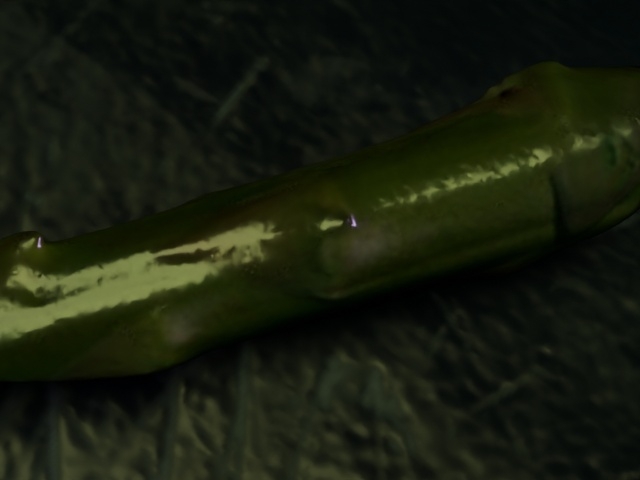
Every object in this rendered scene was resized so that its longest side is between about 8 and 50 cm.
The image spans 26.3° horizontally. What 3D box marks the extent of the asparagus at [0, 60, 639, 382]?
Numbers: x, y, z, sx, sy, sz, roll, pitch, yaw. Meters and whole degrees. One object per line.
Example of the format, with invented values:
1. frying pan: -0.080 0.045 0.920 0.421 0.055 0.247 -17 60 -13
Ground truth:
1. asparagus: -0.001 -0.001 0.585 0.343 0.085 0.082 -19 76 -16
